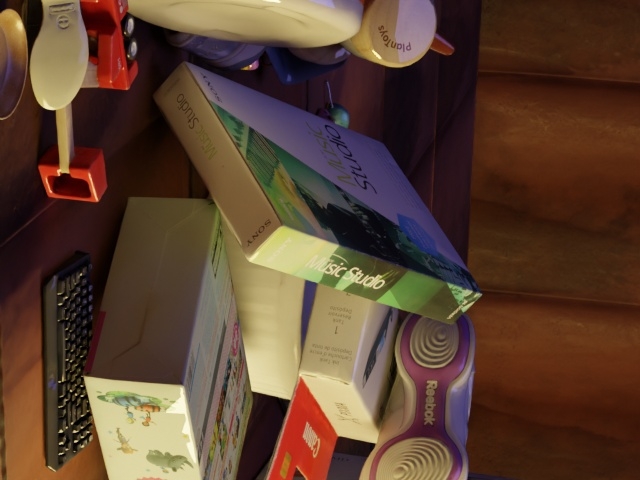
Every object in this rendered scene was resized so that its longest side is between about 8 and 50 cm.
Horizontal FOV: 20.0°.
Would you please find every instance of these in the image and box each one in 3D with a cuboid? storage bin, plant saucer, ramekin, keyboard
[{"bbox_3d":[-0.035,-0.251,2.090,0.135,0.098,0.091,61,9,-68],"label":"storage bin"},{"bbox_3d":[-0.242,-0.133,1.359,0.083,0.015,0.083,7,90,-77],"label":"plant saucer"},{"bbox_3d":[-0.051,0.043,2.025,0.277,0.135,0.277,6,90,-77],"label":"ramekin"},{"bbox_3d":[-0.214,0.101,1.585,0.108,0.023,0.180,-51,145,-68],"label":"keyboard"}]

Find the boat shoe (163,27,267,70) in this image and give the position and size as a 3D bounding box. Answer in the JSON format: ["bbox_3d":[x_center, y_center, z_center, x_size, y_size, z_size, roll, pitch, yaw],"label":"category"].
[{"bbox_3d":[-0.081,-0.331,1.772,0.103,0.118,0.320,19,84,-55],"label":"boat shoe"}]

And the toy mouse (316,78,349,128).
[{"bbox_3d":[0.016,-0.148,2.468,0.161,0.031,0.143,-12,108,-77],"label":"toy mouse"}]

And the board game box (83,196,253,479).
[{"bbox_3d":[-0.138,0.142,1.722,0.303,0.097,0.224,83,12,-46],"label":"board game box"}]

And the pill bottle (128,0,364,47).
[{"bbox_3d":[-0.049,-0.386,1.622,0.224,0.224,0.392,26,71,-77],"label":"pill bottle"}]

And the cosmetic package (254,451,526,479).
[{"bbox_3d":[0.090,0.369,2.252,0.284,0.377,0.097,-45,140,-72],"label":"cosmetic package"}]

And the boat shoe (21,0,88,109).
[{"bbox_3d":[-0.211,-0.172,1.416,0.043,0.049,0.137,28,-58,55],"label":"boat shoe"}]

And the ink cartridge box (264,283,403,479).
[{"bbox_3d":[0.023,0.180,1.962,0.296,0.066,0.261,64,38,-70],"label":"ink cartridge box"}]

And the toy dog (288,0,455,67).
[{"bbox_3d":[0.092,-0.303,1.742,0.220,0.161,0.333,49,-59,47],"label":"toy dog"}]

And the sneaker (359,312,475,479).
[{"bbox_3d":[0.121,0.229,2.015,0.152,0.114,0.305,77,27,-60],"label":"sneaker"}]

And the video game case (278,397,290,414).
[{"bbox_3d":[-0.028,0.123,2.420,0.274,0.026,0.196,74,25,-61],"label":"video game case"}]

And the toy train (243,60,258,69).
[{"bbox_3d":[-0.093,-0.241,1.914,0.166,0.046,0.125,-40,133,-76],"label":"toy train"}]

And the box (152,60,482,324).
[{"bbox_3d":[0.001,-0.043,1.791,0.322,0.232,0.058,17,123,-48],"label":"box"}]

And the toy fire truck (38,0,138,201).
[{"bbox_3d":[-0.196,-0.144,1.488,0.135,0.047,0.192,-67,159,-49],"label":"toy fire truck"}]
